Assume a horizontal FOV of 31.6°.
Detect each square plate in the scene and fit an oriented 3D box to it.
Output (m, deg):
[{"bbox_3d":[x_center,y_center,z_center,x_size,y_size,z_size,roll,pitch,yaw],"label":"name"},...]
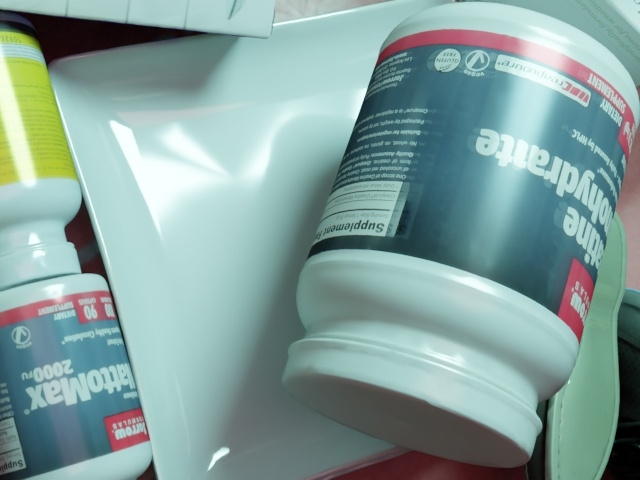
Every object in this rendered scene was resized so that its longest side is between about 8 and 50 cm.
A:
[{"bbox_3d":[0.000,0.000,0.865,0.344,0.049,0.347,-14,83,-21],"label":"square plate"}]

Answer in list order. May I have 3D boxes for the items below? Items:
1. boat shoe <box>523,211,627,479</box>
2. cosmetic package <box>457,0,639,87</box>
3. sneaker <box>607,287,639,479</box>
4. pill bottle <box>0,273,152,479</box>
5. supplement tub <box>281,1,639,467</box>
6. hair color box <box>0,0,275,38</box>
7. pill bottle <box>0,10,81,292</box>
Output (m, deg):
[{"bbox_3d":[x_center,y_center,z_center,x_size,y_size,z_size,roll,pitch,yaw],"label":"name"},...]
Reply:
[{"bbox_3d":[0.179,0.085,0.851,0.081,0.068,0.228,25,70,-42],"label":"boat shoe"},{"bbox_3d":[0.284,-0.301,0.977,0.197,0.155,0.365,42,67,-5],"label":"cosmetic package"},{"bbox_3d":[0.278,0.200,0.877,0.139,0.125,0.341,-25,86,-20],"label":"sneaker"},{"bbox_3d":[-0.170,0.121,0.745,0.108,0.108,0.180,-15,84,-22],"label":"pill bottle"},{"bbox_3d":[0.096,-0.003,0.769,0.191,0.191,0.272,23,71,-13],"label":"supplement tub"},{"bbox_3d":[-0.188,-0.250,0.755,0.338,0.110,0.185,2,110,-26],"label":"hair color box"},{"bbox_3d":[-0.222,-0.055,0.769,0.103,0.103,0.184,-14,82,-22],"label":"pill bottle"}]
